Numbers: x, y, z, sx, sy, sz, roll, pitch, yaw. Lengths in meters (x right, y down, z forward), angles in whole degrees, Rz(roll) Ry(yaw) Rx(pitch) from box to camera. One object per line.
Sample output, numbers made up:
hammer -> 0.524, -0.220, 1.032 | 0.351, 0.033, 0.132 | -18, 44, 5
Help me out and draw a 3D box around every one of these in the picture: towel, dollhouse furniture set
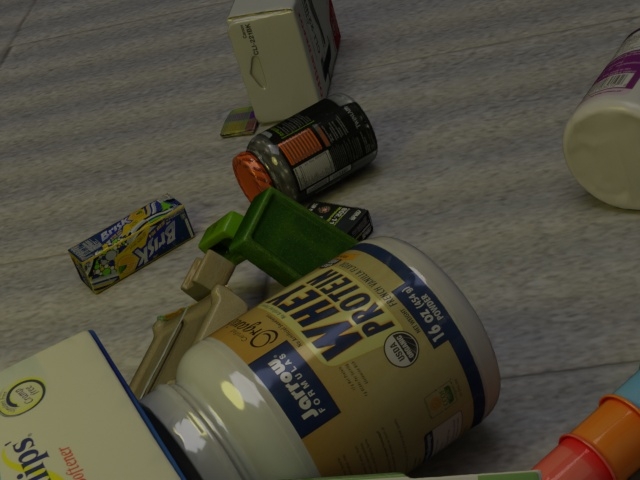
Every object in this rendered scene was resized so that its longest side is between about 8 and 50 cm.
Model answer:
towel -> -0.129, -0.194, 1.967 | 0.060, 0.009, 0.083 | -8, 35, 15
dollhouse furniture set -> -0.099, 0.115, 1.440 | 0.198, 0.151, 0.301 | -30, 30, 54

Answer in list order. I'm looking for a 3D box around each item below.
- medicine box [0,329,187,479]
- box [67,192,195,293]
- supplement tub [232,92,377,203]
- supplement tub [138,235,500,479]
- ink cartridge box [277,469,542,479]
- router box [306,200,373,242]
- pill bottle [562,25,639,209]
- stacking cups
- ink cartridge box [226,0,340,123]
medicine box -> -0.181, 0.275, 1.079 | 0.149, 0.289, 0.263 | -28, 36, -15
box -> -0.267, 0.003, 1.705 | 0.169, 0.059, 0.054 | -31, 38, -20
supplement tub -> -0.023, -0.123, 1.726 | 0.190, 0.117, 0.117 | -30, 36, -18
supplement tub -> -0.003, 0.161, 1.218 | 0.316, 0.228, 0.228 | -32, 37, -20
ink cartridge box -> 0.080, 0.291, 1.064 | 0.235, 0.171, 0.056 | -2, -6, -8
router box -> 0.000, 0.000, 1.611 | 0.092, 0.038, 0.122 | 11, 43, 34
pill bottle -> 0.447, -0.187, 1.567 | 0.169, 0.169, 0.301 | 10, 43, 34
stacking cups -> 0.333, 0.173, 1.196 | 0.316, 0.096, 0.096 | -38, 39, -19
ink cartridge box -> -0.055, -0.347, 1.984 | 0.114, 0.197, 0.272 | -7, 36, 15
